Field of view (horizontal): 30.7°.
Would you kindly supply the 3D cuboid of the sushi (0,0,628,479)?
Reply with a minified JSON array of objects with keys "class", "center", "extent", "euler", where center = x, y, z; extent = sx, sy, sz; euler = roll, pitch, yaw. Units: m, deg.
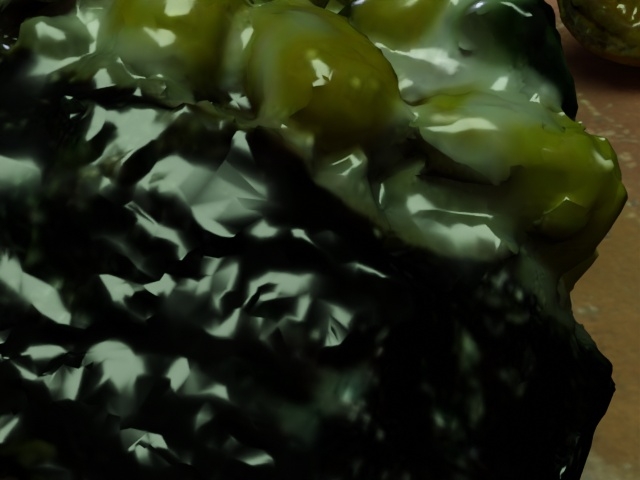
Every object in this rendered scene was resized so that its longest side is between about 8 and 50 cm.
[{"class":"sushi","center":[0.000,0.000,0.515],"extent":[0.329,0.328,0.285],"euler":[30,86,25]}]

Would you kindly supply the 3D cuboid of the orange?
[{"class":"orange","center":[0.269,-0.207,0.936],"extent":[0.170,0.112,0.160],"euler":[24,83,21]}]
